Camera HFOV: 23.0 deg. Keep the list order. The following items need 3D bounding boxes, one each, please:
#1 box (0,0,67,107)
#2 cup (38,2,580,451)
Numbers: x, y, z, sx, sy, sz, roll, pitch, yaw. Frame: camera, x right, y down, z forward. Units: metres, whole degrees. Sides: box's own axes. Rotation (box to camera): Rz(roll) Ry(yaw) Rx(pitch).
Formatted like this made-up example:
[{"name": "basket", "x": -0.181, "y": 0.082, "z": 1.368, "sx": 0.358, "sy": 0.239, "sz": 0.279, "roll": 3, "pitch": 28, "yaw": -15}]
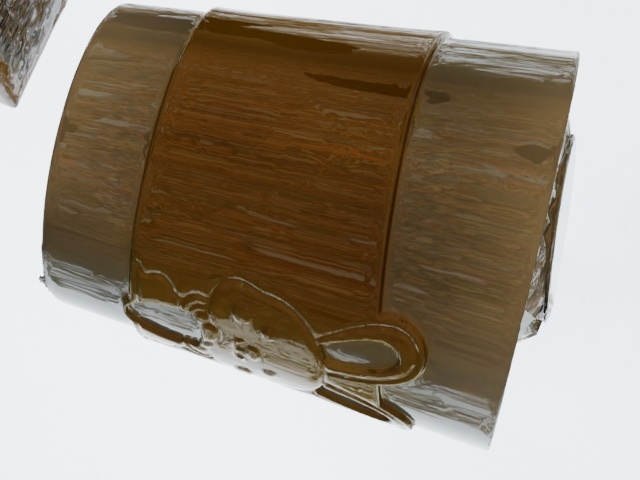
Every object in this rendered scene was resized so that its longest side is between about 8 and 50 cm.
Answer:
[{"name": "box", "x": -0.349, "y": -0.250, "z": 1.048, "sx": 0.264, "sy": 0.415, "sz": 0.115, "roll": 21, "pitch": -104, "yaw": 10}, {"name": "cup", "x": 0.000, "y": 0.000, "z": 0.744, "sx": 0.226, "sy": 0.241, "sz": 0.185, "roll": 13, "pitch": -126, "yaw": 5}]
